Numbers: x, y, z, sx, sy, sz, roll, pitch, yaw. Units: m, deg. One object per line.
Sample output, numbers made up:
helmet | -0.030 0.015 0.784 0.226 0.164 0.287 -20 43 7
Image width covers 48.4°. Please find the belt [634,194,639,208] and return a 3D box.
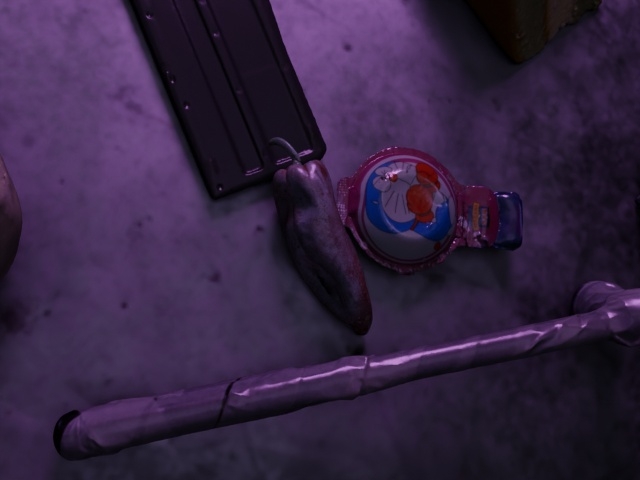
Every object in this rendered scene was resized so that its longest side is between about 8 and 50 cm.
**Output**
belt | 0.384 -0.041 0.557 0.218 0.128 0.122 -30 91 -15

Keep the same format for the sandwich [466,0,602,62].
sandwich | 0.131 -0.264 0.583 0.117 0.144 0.187 -37 57 -16

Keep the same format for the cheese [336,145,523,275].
cheese | 0.081 -0.020 0.522 0.145 0.038 0.095 5 81 -13

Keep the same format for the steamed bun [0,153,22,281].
steamed bun | -0.330 -0.044 0.310 0.339 0.247 0.353 -13 82 -17

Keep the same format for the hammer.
hammer | 0.044 0.086 0.473 0.426 0.152 0.044 -11 90 -5

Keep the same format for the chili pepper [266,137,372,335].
chili pepper | -0.001 0.000 0.491 0.041 0.050 0.153 -20 97 -14

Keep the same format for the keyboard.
keyboard | -0.107 -0.221 0.506 0.103 0.041 0.382 -21 95 -17
